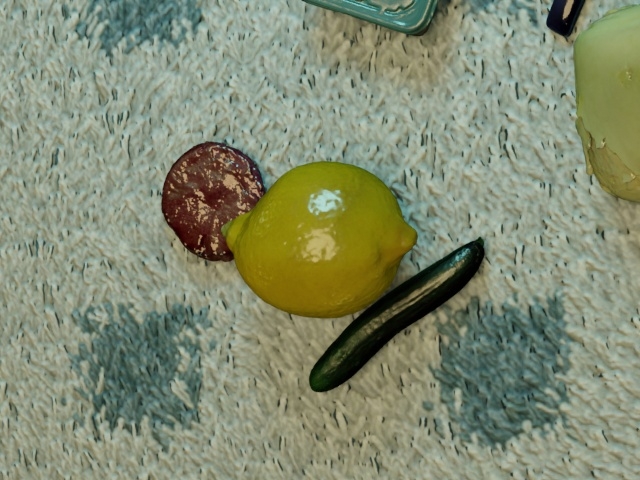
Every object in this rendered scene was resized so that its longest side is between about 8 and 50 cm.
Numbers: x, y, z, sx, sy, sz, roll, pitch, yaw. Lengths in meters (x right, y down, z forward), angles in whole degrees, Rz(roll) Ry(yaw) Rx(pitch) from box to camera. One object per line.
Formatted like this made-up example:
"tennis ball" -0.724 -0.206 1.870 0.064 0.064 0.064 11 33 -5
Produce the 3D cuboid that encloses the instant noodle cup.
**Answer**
"instant noodle cup" 0.074 -0.335 1.722 0.179 0.070 0.157 21 99 19

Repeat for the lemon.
"lemon" 0.000 0.000 1.707 0.244 0.187 0.187 -3 92 23

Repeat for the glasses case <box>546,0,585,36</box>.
"glasses case" 0.286 -0.278 1.669 0.033 0.023 0.083 25 101 16

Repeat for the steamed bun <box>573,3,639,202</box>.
"steamed bun" 0.407 -0.149 1.555 0.273 0.166 0.232 -2 90 21

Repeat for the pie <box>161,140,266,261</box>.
"pie" -0.134 -0.049 1.832 0.154 0.036 0.155 1 93 21

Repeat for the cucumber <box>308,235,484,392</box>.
"cucumber" 0.088 0.091 1.748 0.284 0.056 0.056 -41 79 17
